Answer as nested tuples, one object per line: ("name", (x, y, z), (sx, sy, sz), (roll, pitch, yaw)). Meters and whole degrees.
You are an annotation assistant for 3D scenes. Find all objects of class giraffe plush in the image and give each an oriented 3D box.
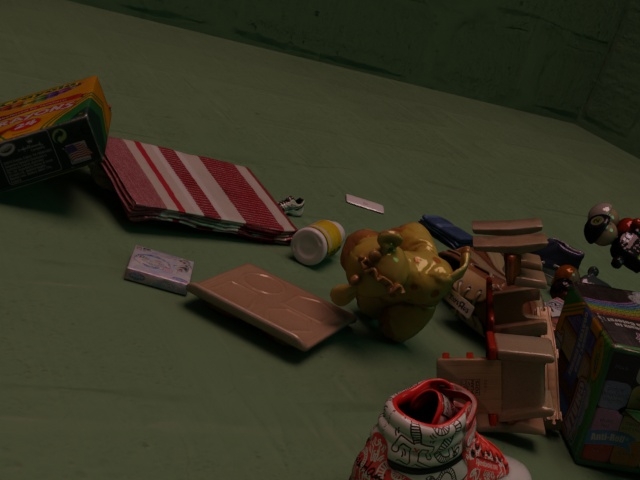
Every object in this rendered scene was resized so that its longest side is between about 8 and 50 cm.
("giraffe plush", (0.096, 0.048, 1.455), (0.170, 0.181, 0.210), (20, -2, -39))

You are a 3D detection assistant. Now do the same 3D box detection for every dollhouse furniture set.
("dollhouse furniture set", (0.217, 0.126, 1.282), (0.135, 0.262, 0.259), (-1, 17, 8))

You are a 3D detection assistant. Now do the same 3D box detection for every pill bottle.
("pill bottle", (0.000, 0.000, 1.723), (0.065, 0.065, 0.116), (24, 20, 16))

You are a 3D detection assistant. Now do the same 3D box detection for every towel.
("towel", (-0.218, -0.087, 1.727), (0.329, 0.037, 0.237), (10, 29, -38))
("towel", (0.263, -0.017, 2.086), (0.067, 0.029, 0.119), (1, 25, -42))

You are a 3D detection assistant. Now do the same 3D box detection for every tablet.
("tablet", (0.093, -0.078, 2.130), (0.083, 0.006, 0.054), (17, 19, -5))

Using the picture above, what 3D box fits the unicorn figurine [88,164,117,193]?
("unicorn figurine", (-0.378, -0.133, 1.736), (0.111, 0.060, 0.162), (11, 17, -35))

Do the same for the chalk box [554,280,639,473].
("chalk box", (0.432, 0.202, 1.373), (0.180, 0.179, 0.289), (11, 20, -4))

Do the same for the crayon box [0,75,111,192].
("crayon box", (-0.449, -0.180, 1.632), (0.202, 0.081, 0.318), (-18, 23, -2))

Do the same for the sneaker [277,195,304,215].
("sneaker", (-0.066, -0.068, 1.897), (0.083, 0.037, 0.032), (0, 28, -42))

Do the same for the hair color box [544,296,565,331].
("hair color box", (0.402, 0.149, 1.715), (0.093, 0.053, 0.167), (30, 22, 27))

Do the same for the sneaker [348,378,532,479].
("sneaker", (0.157, 0.228, 1.103), (0.270, 0.145, 0.090), (5, 23, -37))

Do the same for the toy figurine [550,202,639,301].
("toy figurine", (0.519, 0.047, 1.871), (0.148, 0.210, 0.213), (33, 21, 6))

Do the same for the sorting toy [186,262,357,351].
("sorting toy", (-0.067, 0.097, 1.439), (0.193, 0.038, 0.208), (26, 15, 19))

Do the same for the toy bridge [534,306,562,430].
("toy bridge", (0.319, 0.172, 1.413), (0.026, 0.063, 0.188), (-3, 53, 8))

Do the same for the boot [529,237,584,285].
("boot", (0.440, 0.024, 2.055), (0.190, 0.086, 0.069), (28, 20, 24))

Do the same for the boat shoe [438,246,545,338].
("boat shoe", (0.263, 0.100, 1.642), (0.119, 0.123, 0.324), (4, 19, -12))

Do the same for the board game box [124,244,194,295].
("board game box", (-0.229, 0.042, 1.448), (0.090, 0.020, 0.090), (17, 18, -8))
